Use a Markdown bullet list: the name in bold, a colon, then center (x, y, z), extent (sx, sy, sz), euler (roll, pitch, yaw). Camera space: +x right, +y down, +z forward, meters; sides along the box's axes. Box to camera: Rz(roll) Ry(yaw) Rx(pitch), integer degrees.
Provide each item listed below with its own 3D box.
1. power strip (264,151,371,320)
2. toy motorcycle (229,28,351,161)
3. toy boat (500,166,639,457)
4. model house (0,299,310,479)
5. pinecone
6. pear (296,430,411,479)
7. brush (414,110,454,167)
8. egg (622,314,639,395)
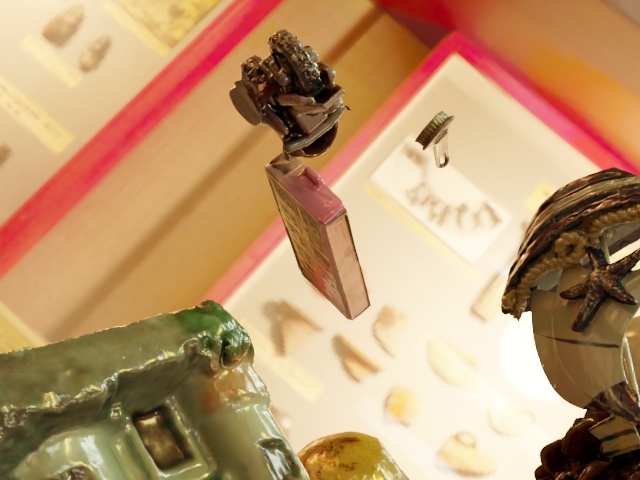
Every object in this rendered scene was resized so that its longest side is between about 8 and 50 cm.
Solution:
- **power strip**: center (0.000, 0.000, 1.426), extent (0.109, 0.037, 0.279), euler (44, -14, 27)
- **toy motorcycle**: center (-0.024, -0.134, 1.163), extent (0.122, 0.082, 0.213), euler (46, -9, -8)
- **toy boat**: center (0.272, 0.050, 1.149), extent (0.070, 0.210, 0.291), euler (22, 23, -27)
- **model house**: center (-0.107, 0.235, 0.769), extent (0.325, 0.267, 0.194), euler (58, -42, 21)
- **pinecone**: center (0.303, 0.251, 1.144), extent (0.208, 0.208, 0.208), euler (36, -20, 16)
- **pear**: center (0.031, 0.293, 1.350), extent (0.178, 0.178, 0.178), euler (36, -20, 16)
- **brush**: center (0.167, -0.136, 1.740), extent (0.027, 0.062, 0.266), euler (43, 0, 10)
- **egg**: center (0.451, 0.183, 1.547), extent (0.209, 0.151, 0.151), euler (45, -14, 37)
